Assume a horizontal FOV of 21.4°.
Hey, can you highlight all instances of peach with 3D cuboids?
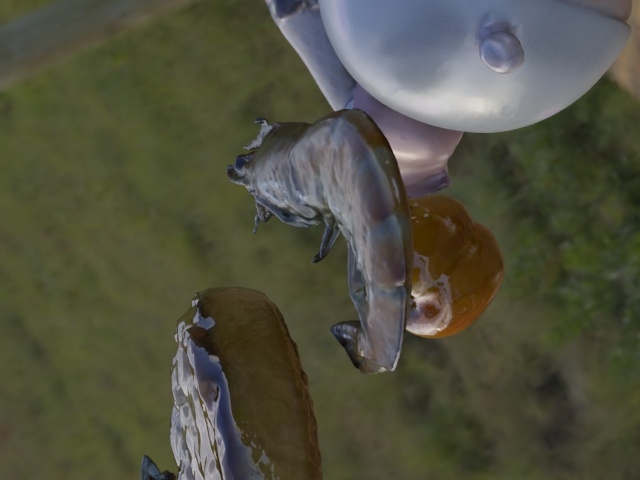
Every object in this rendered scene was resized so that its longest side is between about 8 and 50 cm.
[{"bbox_3d":[0.106,0.020,1.618,0.138,0.138,0.138,58,166,24],"label":"peach"}]

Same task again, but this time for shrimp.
[{"bbox_3d":[0.000,0.000,1.101,0.296,0.058,0.169,-171,74,-71],"label":"shrimp"}]

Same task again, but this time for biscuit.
[{"bbox_3d":[-0.052,0.181,1.274,0.296,0.102,0.296,175,90,-77],"label":"biscuit"}]

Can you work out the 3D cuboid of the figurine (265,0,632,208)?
[{"bbox_3d":[0.111,-0.169,1.297,0.361,0.253,0.211,129,136,-70],"label":"figurine"}]

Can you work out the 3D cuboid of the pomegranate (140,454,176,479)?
[{"bbox_3d":[-0.126,0.264,1.470,0.122,0.122,0.161,169,82,-77],"label":"pomegranate"}]
